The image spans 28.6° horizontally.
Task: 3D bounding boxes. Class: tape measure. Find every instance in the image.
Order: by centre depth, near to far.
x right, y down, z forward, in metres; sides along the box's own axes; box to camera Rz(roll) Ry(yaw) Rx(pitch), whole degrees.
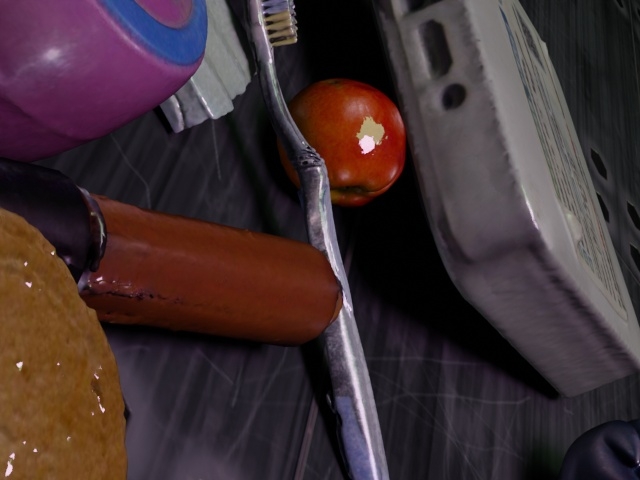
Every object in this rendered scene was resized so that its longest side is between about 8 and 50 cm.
[{"bbox_3d":[-0.162,-0.161,0.625,0.231,0.149,0.245,59,17,-30],"label":"tape measure"}]

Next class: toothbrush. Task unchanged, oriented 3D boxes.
[{"bbox_3d":[0.000,0.000,0.843,0.035,0.042,0.413,10,67,-69],"label":"toothbrush"}]

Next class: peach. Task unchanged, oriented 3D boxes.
[{"bbox_3d":[0.016,-0.075,0.917,0.101,0.101,0.101,41,34,-36],"label":"peach"}]

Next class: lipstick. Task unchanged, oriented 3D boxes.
[{"bbox_3d":[-0.109,0.010,0.638,0.418,0.077,0.077,15,53,-58],"label":"lipstick"}]

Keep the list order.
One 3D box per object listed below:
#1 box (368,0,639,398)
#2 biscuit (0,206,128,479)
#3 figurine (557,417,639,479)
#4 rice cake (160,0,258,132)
[{"bbox_3d":[0.160,-0.089,1.112,0.396,0.111,0.396,40,32,-56],"label":"box"},{"bbox_3d":[-0.149,0.092,0.467,0.226,0.042,0.226,10,79,-58],"label":"biscuit"},{"bbox_3d":[0.262,0.260,0.984,0.175,0.197,0.265,88,-2,-47],"label":"figurine"},{"bbox_3d":[-0.125,-0.190,0.824,0.237,0.043,0.127,56,26,-16],"label":"rice cake"}]
